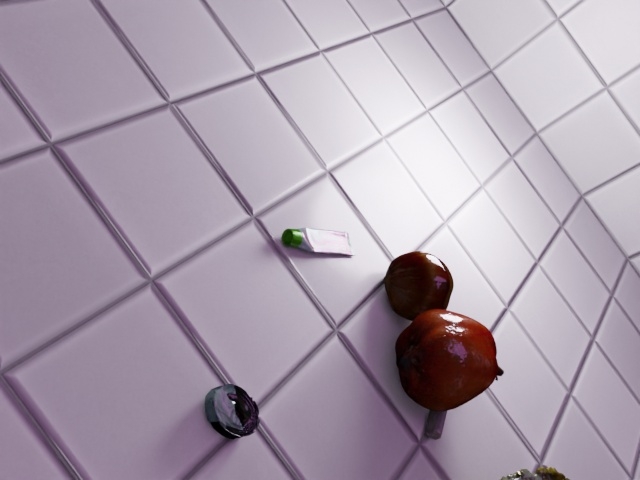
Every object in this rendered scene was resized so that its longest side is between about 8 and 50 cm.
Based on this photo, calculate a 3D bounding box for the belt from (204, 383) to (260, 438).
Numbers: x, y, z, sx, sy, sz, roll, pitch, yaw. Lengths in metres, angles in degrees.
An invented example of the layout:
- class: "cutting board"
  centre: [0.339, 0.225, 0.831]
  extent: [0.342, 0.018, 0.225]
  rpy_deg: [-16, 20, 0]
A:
- class: "belt"
  centre: [-0.204, 0.393, 1.494]
  extent: [0.140, 0.058, 0.105]
  rpy_deg: [51, 48, -9]

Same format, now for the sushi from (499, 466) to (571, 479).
- class: "sushi"
  centre: [0.594, 0.823, 1.738]
  extent: [0.351, 0.240, 0.396]
  rpy_deg: [-15, 51, -41]

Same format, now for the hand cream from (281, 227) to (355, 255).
- class: "hand cream"
  centre: [0.001, -0.001, 1.952]
  extent: [0.275, 0.050, 0.079]
  rpy_deg: [7, 85, -46]

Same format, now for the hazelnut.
- class: "hazelnut"
  centre: [0.301, 0.135, 2.029]
  extent: [0.229, 0.229, 0.230]
  rpy_deg: [23, 51, -31]

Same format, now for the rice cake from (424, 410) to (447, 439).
- class: "rice cake"
  centre: [0.365, 0.482, 1.958]
  extent: [0.055, 0.049, 0.270]
  rpy_deg: [55, 39, -21]

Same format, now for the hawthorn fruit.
- class: "hawthorn fruit"
  centre: [0.364, 0.334, 1.884]
  extent: [0.311, 0.295, 0.295]
  rpy_deg: [-20, 78, -29]
